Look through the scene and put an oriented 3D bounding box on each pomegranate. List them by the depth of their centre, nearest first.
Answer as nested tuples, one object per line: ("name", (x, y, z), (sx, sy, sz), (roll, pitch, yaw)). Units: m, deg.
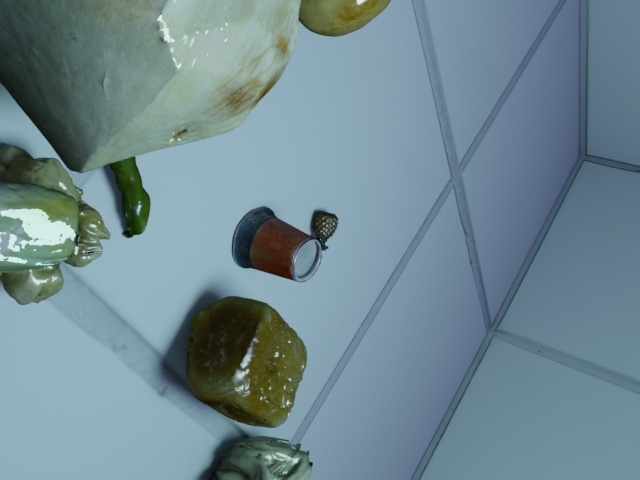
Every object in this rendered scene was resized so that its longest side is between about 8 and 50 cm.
("pomegranate", (0.027, -0.432, 1.112), (0.207, 0.207, 0.207), (-33, 133, -45))

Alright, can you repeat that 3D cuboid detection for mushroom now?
("mushroom", (-0.392, -0.018, 0.667), (0.312, 0.081, 0.099), (5, 105, -47))

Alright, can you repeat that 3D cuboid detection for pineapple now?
("pineapple", (0.000, 0.000, 1.462), (0.058, 0.058, 0.124), (-7, 118, -56))

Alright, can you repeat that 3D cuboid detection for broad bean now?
("broad bean", (-0.286, -0.109, 0.963), (0.053, 0.052, 0.256), (-12, 130, -7))

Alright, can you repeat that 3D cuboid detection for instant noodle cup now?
("instant noodle cup", (-0.075, 0.016, 1.269), (0.127, 0.136, 0.127), (-33, 134, -43))

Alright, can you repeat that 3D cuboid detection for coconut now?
("coconut", (-0.193, -0.263, 0.735), (0.415, 0.345, 0.415), (-29, 126, -48))

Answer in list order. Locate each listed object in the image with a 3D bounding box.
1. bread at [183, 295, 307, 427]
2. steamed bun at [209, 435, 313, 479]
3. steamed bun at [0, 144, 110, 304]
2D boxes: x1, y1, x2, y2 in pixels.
("bread", (-0.144, 0.227, 1.247), (0.246, 0.176, 0.195), (55, 49, -50))
("steamed bun", (-0.140, 0.548, 1.394), (0.268, 0.207, 0.280), (137, -40, -74))
("steamed bun", (-0.363, -0.007, 0.842), (0.192, 0.106, 0.177), (-54, 144, -21))
